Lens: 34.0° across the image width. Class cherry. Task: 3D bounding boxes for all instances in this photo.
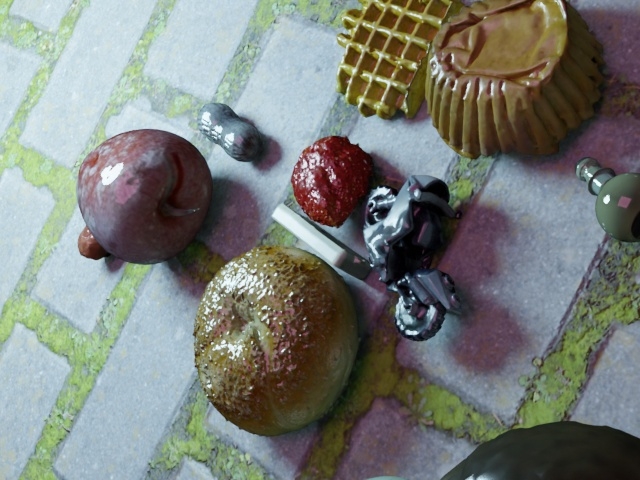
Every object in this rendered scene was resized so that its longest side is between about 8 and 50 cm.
[{"bbox_3d":[-0.303,-0.075,1.833,0.285,0.213,0.236,17,57,38],"label":"cherry"}]

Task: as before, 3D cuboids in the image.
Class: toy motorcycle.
[{"bbox_3d":[0.143,0.009,1.529,0.159,0.106,0.270,-40,49,26],"label":"toy motorcycle"}]

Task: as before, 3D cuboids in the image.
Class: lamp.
[{"bbox_3d":[0.389,-0.065,1.388,0.091,0.091,0.163,-49,35,13],"label":"lamp"}]

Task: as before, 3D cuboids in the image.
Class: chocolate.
[{"bbox_3d":[-0.163,-0.194,1.860,0.167,0.072,0.072,42,100,39],"label":"chocolate"}]

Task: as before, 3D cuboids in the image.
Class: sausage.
[{"bbox_3d":[-0.402,-0.023,1.976,0.141,0.076,0.076,-49,51,14],"label":"sausage"}]

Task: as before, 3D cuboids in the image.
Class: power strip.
[{"bbox_3d":[0.000,0.000,1.654,0.192,0.081,0.035,36,97,40],"label":"power strip"}]

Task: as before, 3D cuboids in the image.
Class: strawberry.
[{"bbox_3d":[0.009,-0.095,1.662,0.146,0.082,0.187,-34,41,26],"label":"strawberry"}]

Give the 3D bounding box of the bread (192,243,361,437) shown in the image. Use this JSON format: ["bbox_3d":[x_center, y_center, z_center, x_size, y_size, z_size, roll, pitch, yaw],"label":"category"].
[{"bbox_3d":[-0.081,0.146,1.612,0.305,0.159,0.305,-15,63,32],"label":"bread"}]

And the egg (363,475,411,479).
[{"bbox_3d":[0.049,0.479,1.343,0.230,0.230,0.371,30,99,40],"label":"egg"}]

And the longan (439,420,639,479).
[{"bbox_3d":[0.263,0.387,1.102,0.391,0.391,0.391,-14,65,33],"label":"longan"}]

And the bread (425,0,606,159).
[{"bbox_3d":[0.264,-0.247,1.504,0.274,0.149,0.274,-15,61,27],"label":"bread"}]

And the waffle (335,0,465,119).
[{"bbox_3d":[0.101,-0.314,1.711,0.219,0.057,0.229,30,94,41],"label":"waffle"}]
